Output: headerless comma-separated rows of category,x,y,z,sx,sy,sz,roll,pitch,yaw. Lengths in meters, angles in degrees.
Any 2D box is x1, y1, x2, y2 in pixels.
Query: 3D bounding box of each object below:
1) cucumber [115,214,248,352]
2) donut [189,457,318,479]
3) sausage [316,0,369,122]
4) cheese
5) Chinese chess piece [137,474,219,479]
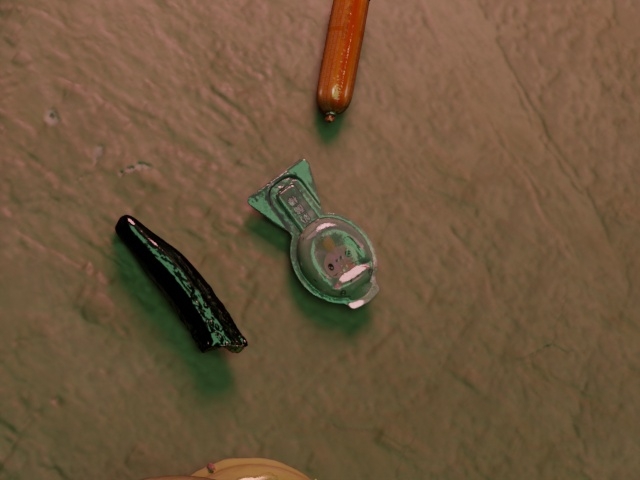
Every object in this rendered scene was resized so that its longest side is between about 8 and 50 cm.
cucumber,-0.104,0.032,1.199,0.034,0.033,0.135,-33,89,-22
donut,-0.048,0.240,1.152,0.174,0.068,0.175,4,76,-15
sausage,0.016,-0.144,1.273,0.031,0.031,0.107,12,76,-12
cheese,0.000,0.000,1.238,0.067,0.026,0.121,-37,89,-20
Chinese chess piece,-0.094,0.280,1.054,0.250,0.101,0.250,2,99,13
